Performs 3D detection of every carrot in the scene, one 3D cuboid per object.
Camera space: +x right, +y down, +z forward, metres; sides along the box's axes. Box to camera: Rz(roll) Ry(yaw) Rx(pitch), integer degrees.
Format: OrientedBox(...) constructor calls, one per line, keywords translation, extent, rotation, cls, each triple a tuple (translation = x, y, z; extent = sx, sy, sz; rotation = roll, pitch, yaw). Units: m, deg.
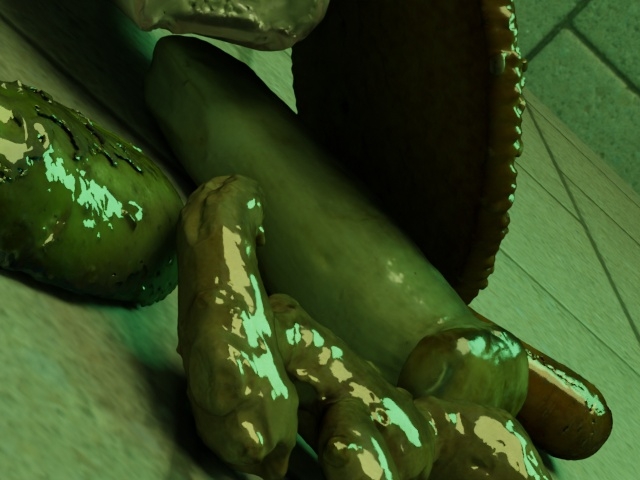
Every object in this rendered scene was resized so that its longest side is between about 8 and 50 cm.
OrientedBox(translation=(0.115, 0.083, 1.085), extent=(0.161, 0.055, 0.055), rotation=(35, 15, -12), cls="carrot")

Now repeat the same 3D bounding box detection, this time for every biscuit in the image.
OrientedBox(translation=(0.048, -0.098, 1.002), extent=(0.038, 0.305, 0.305), rotation=(-7, 39, -20), cls="biscuit")

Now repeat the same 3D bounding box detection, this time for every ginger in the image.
OrientedBox(translation=(0.021, 0.089, 0.750), extent=(0.259, 0.065, 0.149), rotation=(47, 32, -15), cls="ginger")

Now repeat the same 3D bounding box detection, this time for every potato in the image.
OrientedBox(translation=(-0.111, -0.028, 0.740), extent=(0.198, 0.054, 0.119), rotation=(29, 18, -49), cls="potato")

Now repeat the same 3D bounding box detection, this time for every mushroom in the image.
OrientedBox(translation=(0.000, 0.000, 0.934), extent=(0.312, 0.081, 0.100), rotation=(49, 12, 35), cls="mushroom")

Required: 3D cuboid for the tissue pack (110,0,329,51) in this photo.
OrientedBox(translation=(-0.064, -0.225, 1.022), extent=(0.124, 0.201, 0.271), rotation=(1, 11, -10), cls="tissue pack")
